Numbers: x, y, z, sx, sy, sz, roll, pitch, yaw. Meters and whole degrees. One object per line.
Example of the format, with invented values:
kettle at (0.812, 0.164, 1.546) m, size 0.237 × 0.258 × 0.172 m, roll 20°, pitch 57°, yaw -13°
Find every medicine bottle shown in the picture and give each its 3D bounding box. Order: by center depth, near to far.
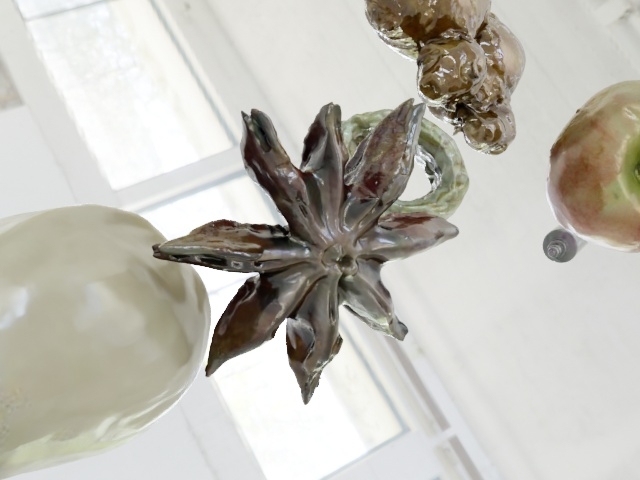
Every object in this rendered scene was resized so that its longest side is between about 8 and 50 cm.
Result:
medicine bottle at (0.396, 0.004, 1.337) m, size 0.057 × 0.199 × 0.058 m, roll 6°, pitch -77°, yaw 26°

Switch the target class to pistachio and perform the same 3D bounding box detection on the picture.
pistachio at (-0.217, 0.082, 0.636) m, size 0.207 × 0.332 × 0.226 m, roll 28°, pitch -73°, yaw 14°

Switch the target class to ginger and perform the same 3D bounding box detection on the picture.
ginger at (0.185, -0.274, 1.194) m, size 0.152 × 0.274 × 0.357 m, roll -13°, pitch -36°, yaw 34°

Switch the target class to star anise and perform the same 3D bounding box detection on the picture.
star anise at (0.000, -0.001, 0.671) m, size 0.088 × 0.288 × 0.288 m, roll 35°, pitch -38°, yaw 51°

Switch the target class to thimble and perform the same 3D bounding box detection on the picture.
thimble at (0.094, -0.092, 1.049) m, size 0.190 × 0.137 × 0.143 m, roll 39°, pitch -1°, yaw 6°

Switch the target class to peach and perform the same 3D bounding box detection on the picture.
peach at (0.416, -0.098, 1.080) m, size 0.232 × 0.232 × 0.256 m, roll 66°, pitch 18°, yaw -1°
